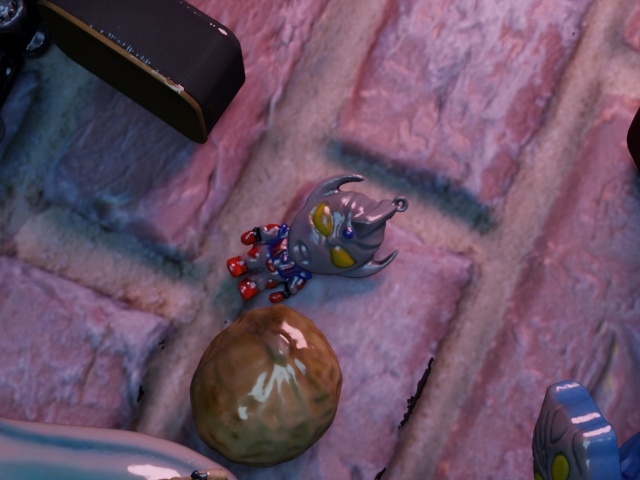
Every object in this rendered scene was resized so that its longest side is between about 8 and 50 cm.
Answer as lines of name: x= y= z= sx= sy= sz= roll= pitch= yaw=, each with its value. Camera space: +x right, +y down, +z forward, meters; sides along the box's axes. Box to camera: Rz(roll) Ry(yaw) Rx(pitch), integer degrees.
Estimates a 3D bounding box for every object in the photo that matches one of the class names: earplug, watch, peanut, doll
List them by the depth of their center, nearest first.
watch: x=0.347 y=0.241 z=1.266 sx=0.274 sy=0.241 sz=0.305 roll=-22 pitch=76 yaw=-19
earplug: x=-0.231 y=0.244 z=1.299 sx=0.324 sy=0.185 sz=0.185 roll=3 pitch=79 yaw=-2
peanut: x=-0.054 y=0.146 z=1.339 sx=0.159 sy=0.109 sz=0.140 roll=-43 pitch=68 yaw=6
doll: x=0.000 y=-0.001 z=1.389 sx=0.194 sy=0.062 sz=0.104 roll=-25 pitch=78 yaw=4

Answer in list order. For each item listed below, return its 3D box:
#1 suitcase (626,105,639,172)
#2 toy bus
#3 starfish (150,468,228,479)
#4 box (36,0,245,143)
suitcase: x=0.454 y=-0.125 z=1.307 sx=0.297 sy=0.236 sz=0.161 roll=-26 pitch=78 yaw=-4
toy bus: x=-0.369 y=-0.203 z=1.414 sx=0.133 sy=0.116 sz=0.234 roll=24 pitch=82 yaw=10
starfish: x=-0.237 y=0.385 z=1.240 sx=0.432 sy=0.082 sz=0.324 roll=-20 pitch=114 yaw=4
box: x=-0.176 y=-0.201 z=1.393 sx=0.201 sy=0.144 sz=0.090 roll=34 pitch=79 yaw=9
